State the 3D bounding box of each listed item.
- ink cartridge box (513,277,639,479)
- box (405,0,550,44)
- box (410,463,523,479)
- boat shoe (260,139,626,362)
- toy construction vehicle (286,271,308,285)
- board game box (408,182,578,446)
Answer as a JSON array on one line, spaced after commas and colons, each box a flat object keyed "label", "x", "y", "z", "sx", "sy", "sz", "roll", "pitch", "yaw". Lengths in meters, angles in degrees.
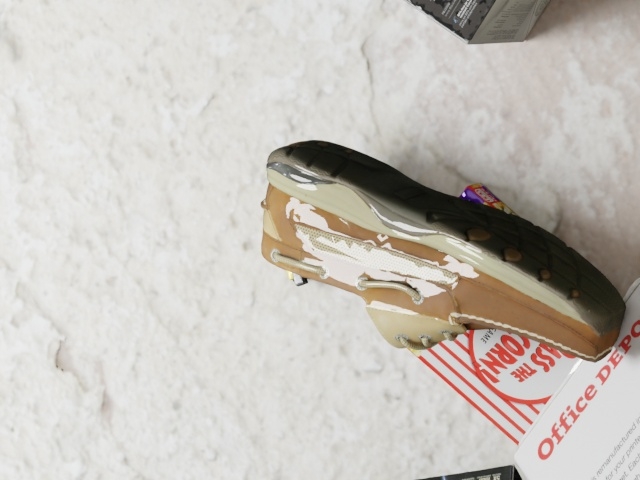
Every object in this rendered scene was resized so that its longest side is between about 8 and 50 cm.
[{"label": "ink cartridge box", "x": 0.296, "y": 0.184, "z": 1.136, "sx": 0.201, "sy": 0.117, "sz": 0.278, "roll": -57, "pitch": 36, "yaw": 17}, {"label": "box", "x": 0.052, "y": -0.274, "z": 1.235, "sx": 0.290, "sy": 0.169, "sz": 0.087, "roll": 37, "pitch": 110, "yaw": 13}, {"label": "box", "x": 0.101, "y": 0.274, "z": 1.282, "sx": 0.180, "sy": 0.077, "sz": 0.147, "roll": -12, "pitch": 130, "yaw": 22}, {"label": "boat shoe", "x": 0.088, "y": 0.026, "z": 1.236, "sx": 0.324, "sy": 0.122, "sz": 0.120, "roll": 27, "pitch": 110, "yaw": 27}, {"label": "toy construction vehicle", "x": 0.000, "y": 0.000, "z": 1.354, "sx": 0.086, "sy": 0.035, "sz": 0.098, "roll": -18, "pitch": 89, "yaw": 23}, {"label": "board game box", "x": 0.160, "y": 0.068, "z": 1.291, "sx": 0.193, "sy": 0.045, "sz": 0.147, "roll": 40, "pitch": 109, "yaw": 13}]
